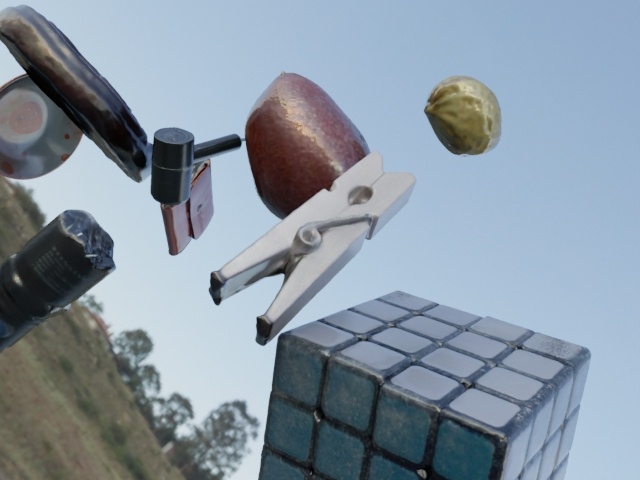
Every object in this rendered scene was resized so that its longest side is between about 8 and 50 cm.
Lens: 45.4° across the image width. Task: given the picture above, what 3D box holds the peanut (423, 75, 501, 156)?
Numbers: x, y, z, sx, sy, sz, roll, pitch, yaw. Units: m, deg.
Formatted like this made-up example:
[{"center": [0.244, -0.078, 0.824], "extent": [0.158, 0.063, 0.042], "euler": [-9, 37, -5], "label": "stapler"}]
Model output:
[{"center": [0.264, -0.227, 1.406], "extent": [0.159, 0.109, 0.141], "euler": [53, -18, 13], "label": "peanut"}]

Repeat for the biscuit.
[{"center": [-0.461, -0.282, 1.482], "extent": [0.407, 0.091, 0.407], "euler": [43, -11, 10], "label": "biscuit"}]

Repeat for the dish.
[{"center": [-0.662, -0.270, 1.721], "extent": [0.085, 0.260, 0.260], "euler": [34, -30, 31], "label": "dish"}]

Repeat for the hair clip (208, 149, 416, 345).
[{"center": [0.001, -0.003, 1.028], "extent": [0.101, 0.330, 0.085], "euler": [38, -31, 18], "label": "hair clip"}]

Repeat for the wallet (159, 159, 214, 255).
[{"center": [-0.261, -0.065, 1.520], "extent": [0.045, 0.142, 0.204], "euler": [30, -26, 10], "label": "wallet"}]

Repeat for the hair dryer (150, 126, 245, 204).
[{"center": [-0.213, -0.152, 1.385], "extent": [0.071, 0.219, 0.125], "euler": [29, -53, 28], "label": "hair dryer"}]

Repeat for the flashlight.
[{"center": [-0.449, 0.116, 1.009], "extent": [0.103, 0.424, 0.103], "euler": [50, 11, -14], "label": "flashlight"}]

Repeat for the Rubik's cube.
[{"center": [0.143, 0.294, 1.078], "extent": [0.337, 0.343, 0.345], "euler": [16, -71, 32], "label": "Rubik's cube"}]

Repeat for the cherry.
[{"center": [-0.026, -0.154, 1.385], "extent": [0.261, 0.221, 0.308], "euler": [-125, -170, -69], "label": "cherry"}]
